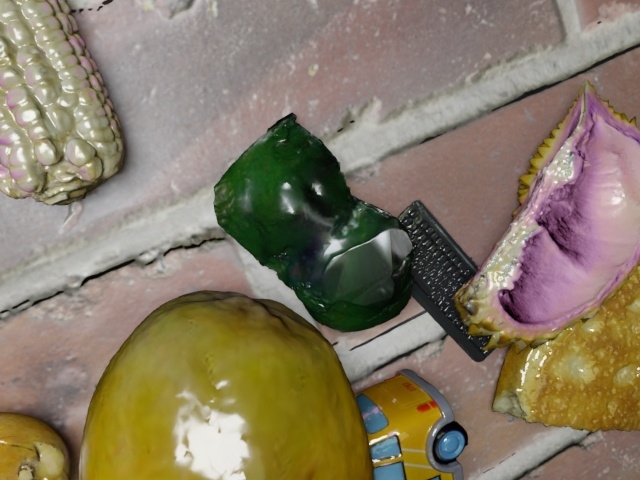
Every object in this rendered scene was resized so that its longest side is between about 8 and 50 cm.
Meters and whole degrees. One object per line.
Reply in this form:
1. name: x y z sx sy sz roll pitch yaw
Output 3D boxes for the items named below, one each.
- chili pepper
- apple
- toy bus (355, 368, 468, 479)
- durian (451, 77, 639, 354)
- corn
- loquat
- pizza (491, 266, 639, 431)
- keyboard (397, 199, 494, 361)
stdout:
1. chili pepper: 0.004 0.004 0.575 0.148 0.116 0.264 -40 104 -5
2. apple: -0.318 0.235 0.496 0.146 0.146 0.146 -2 97 -15
3. toy bus: 0.090 0.274 0.621 0.136 0.126 0.209 -15 103 -17
4. durian: 0.293 -0.005 0.654 0.191 0.112 0.341 33 84 -19
5. corn: -0.281 -0.196 0.478 0.126 0.126 0.335 -19 97 -13
6. loquat: -0.084 0.194 0.505 0.276 0.276 0.284 5 92 -16
7. pizza: 0.370 0.116 0.708 0.258 0.087 0.268 8 93 -12
8. keyboard: 0.166 0.056 0.675 0.094 0.025 0.230 -46 106 -4
